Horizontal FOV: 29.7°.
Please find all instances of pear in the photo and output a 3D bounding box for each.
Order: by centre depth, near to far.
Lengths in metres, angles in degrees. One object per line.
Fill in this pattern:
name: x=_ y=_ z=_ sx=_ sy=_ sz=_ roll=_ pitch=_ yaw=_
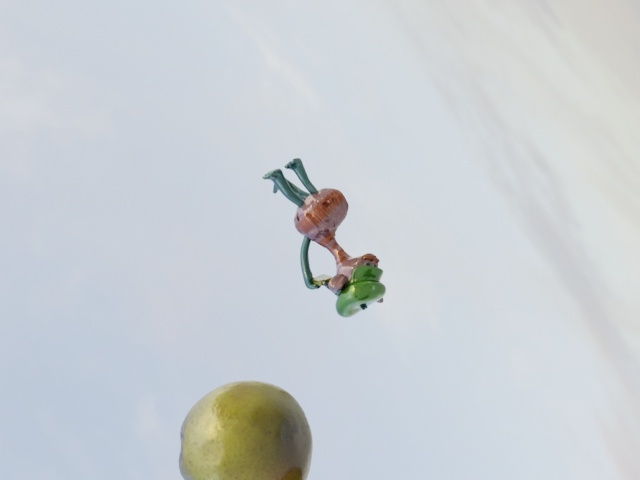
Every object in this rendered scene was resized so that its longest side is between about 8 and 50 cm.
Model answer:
pear: x=-0.061 y=0.200 z=1.149 sx=0.141 sy=0.104 sz=0.141 roll=18 pitch=-117 yaw=-39

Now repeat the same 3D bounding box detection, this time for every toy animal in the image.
toy animal: x=0.000 y=0.000 z=1.473 sx=0.208 sy=0.103 sz=0.100 roll=57 pitch=-153 yaw=10
